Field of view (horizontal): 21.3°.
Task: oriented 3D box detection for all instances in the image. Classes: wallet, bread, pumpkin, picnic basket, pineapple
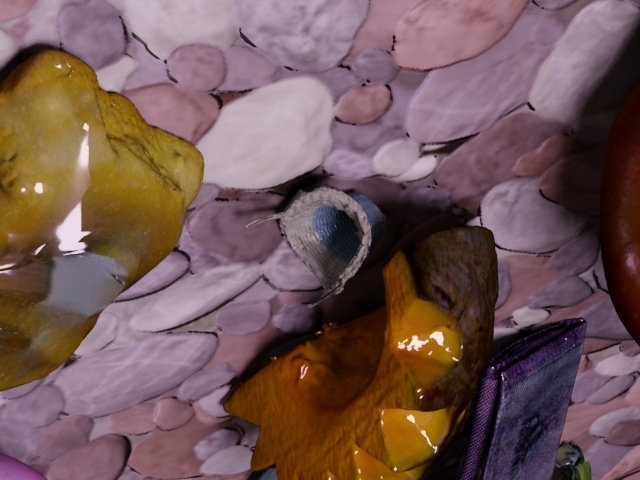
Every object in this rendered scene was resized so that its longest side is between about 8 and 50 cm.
[{"bbox_3d":[0.147,0.142,1.273,0.111,0.030,0.166,-25,135,-43],"label":"wallet"},{"bbox_3d":[-0.175,0.014,0.936,0.233,0.088,0.160,-38,137,14],"label":"bread"},{"bbox_3d":[0.061,0.094,1.103,0.149,0.130,0.254,-14,161,-37],"label":"pumpkin"},{"bbox_3d":[0.000,0.000,1.038,0.083,0.065,0.083,-34,169,-33],"label":"picnic basket"},{"bbox_3d":[0.110,0.123,1.264,0.045,0.019,0.083,-52,157,-4],"label":"pineapple"}]

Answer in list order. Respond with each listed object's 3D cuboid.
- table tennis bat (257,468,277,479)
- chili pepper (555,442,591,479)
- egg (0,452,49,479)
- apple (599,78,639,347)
[{"bbox_3d":[0.031,0.155,1.265,0.153,0.040,0.244,-7,143,-30],"label":"table tennis bat"},{"bbox_3d":[0.127,0.275,1.368,0.261,0.165,0.174,-31,133,-7],"label":"chili pepper"},{"bbox_3d":[-0.267,0.241,1.077,0.271,0.196,0.196,-22,145,16],"label":"egg"},{"bbox_3d":[0.317,-0.023,1.016,0.316,0.288,0.288,7,134,-46],"label":"apple"}]
